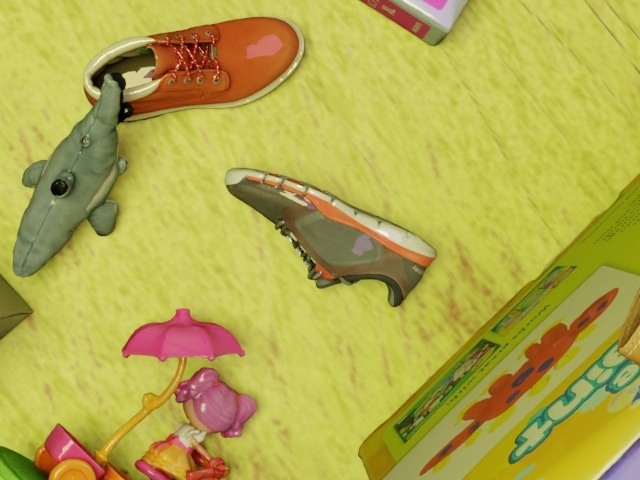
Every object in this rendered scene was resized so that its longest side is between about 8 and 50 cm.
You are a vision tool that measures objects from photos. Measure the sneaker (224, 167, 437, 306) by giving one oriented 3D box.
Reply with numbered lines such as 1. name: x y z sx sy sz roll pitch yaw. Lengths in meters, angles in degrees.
1. sneaker: 0.000 0.000 0.731 0.158 0.061 0.064 25 95 -2

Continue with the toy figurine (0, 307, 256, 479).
1. toy figurine: -0.103 0.130 0.710 0.173 0.130 0.159 43 78 -23

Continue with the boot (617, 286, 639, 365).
1. boot: 0.175 0.067 0.366 0.152 0.073 0.197 21 75 0

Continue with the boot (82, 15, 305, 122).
1. boot: -0.085 -0.119 0.715 0.158 0.084 0.059 -17 89 -4

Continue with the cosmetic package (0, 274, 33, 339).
1. cosmetic package: -0.349 -0.013 0.680 0.153 0.129 0.296 -43 92 -3

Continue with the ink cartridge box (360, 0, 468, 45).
1. ink cartridge box: 0.001 -0.296 0.732 0.311 0.065 0.185 31 88 0

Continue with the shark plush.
1. shark plush: -0.154 -0.040 0.690 0.073 0.067 0.161 44 126 -9

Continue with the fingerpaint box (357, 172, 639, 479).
1. fingerpaint box: 0.245 0.053 0.586 0.445 0.371 0.163 -44 92 -3
